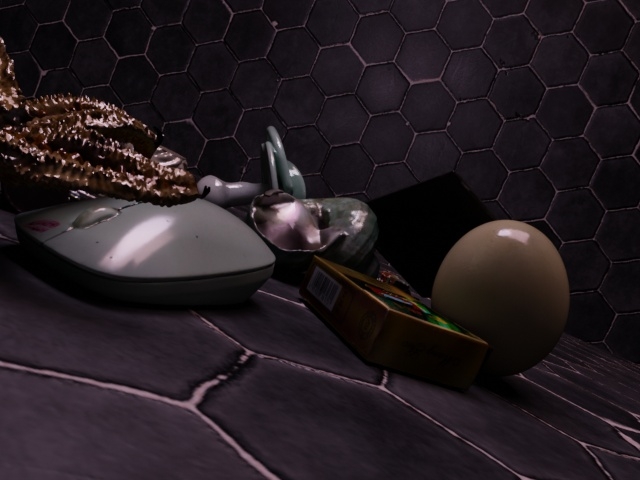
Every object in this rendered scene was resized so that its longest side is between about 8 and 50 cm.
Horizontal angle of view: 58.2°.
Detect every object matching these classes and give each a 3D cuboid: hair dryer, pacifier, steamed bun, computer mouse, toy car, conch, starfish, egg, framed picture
[{"bbox_3d":[-0.267,-0.042,0.722,0.248,0.070,0.114,25,2,-33],"label":"hair dryer"},{"bbox_3d":[-0.177,-0.134,1.427,0.269,0.288,0.343,-5,6,-12],"label":"pacifier"},{"bbox_3d":[-0.457,-0.211,1.586,0.183,0.106,0.183,26,6,-3],"label":"steamed bun"},{"bbox_3d":[-0.154,-0.002,0.593,0.160,0.097,0.288,28,5,26],"label":"computer mouse"},{"bbox_3d":[0.153,0.106,1.178,0.073,0.054,0.143,24,4,-14],"label":"toy car"},{"bbox_3d":[0.000,0.000,1.000,0.277,0.195,0.220,45,19,-14],"label":"conch"},{"bbox_3d":[-0.266,-0.089,0.491,0.303,0.113,0.312,-18,47,-42],"label":"starfish"},{"bbox_3d":[0.252,0.082,0.811,0.186,0.241,0.186,3,33,-2],"label":"egg"},{"bbox_3d":[0.202,0.008,1.001,0.255,0.014,0.339,45,-24,-14],"label":"framed picture"}]

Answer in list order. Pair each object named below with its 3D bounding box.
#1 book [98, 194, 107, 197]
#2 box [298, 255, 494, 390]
[{"bbox_3d":[-0.352,-0.084,1.002,0.389,0.032,0.269,27,4,33],"label":"book"},{"bbox_3d":[0.084,0.100,0.752,0.159,0.071,0.240,24,4,-25],"label":"box"}]
